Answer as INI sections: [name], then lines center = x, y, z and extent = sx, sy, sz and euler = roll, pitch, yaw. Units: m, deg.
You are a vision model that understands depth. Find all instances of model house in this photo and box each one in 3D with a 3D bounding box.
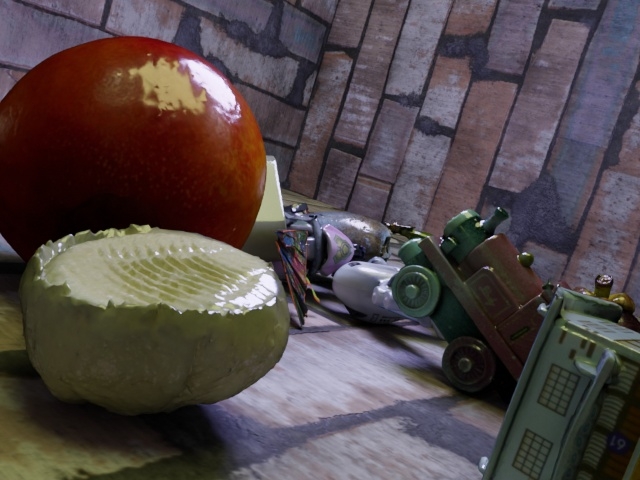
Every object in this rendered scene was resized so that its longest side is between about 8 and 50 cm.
[model house]
center = 0.283, 0.182, 0.627
extent = 0.215, 0.224, 0.198
euler = 25, 11, 42

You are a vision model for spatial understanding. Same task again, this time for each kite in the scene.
[kite]
center = -0.036, 0.040, 1.137
extent = 0.014, 0.183, 0.241
euler = -18, 36, 15

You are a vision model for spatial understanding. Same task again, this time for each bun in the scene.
[bun]
center = -0.164, 0.083, 0.641
extent = 0.259, 0.152, 0.259
euler = 8, 17, -2

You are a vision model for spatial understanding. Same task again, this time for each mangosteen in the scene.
[mangosteen]
center = 0.584, 0.176, 1.375
extent = 0.192, 0.217, 0.192
euler = 10, 9, -2

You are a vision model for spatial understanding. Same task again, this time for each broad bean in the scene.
[broad bean]
center = 0.203, 0.051, 1.333
extent = 0.144, 0.049, 0.292
euler = 15, -27, 18

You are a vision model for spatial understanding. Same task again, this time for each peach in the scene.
[peach]
center = -0.258, -0.081, 0.904
extent = 0.388, 0.388, 0.388
euler = 17, 7, -2

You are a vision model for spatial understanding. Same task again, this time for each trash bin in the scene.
[trash bin]
center = -0.197, -0.059, 1.197
extent = 0.247, 0.121, 0.243
euler = -1, 54, -13

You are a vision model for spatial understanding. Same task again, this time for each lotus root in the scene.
[lotus root]
center = 0.000, 0.000, 1.510
extent = 0.322, 0.140, 0.158
euler = 5, -13, 14

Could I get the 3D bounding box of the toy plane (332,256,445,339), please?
[toy plane]
center = 0.148, 0.107, 1.258
extent = 0.267, 0.122, 0.267
euler = 16, 5, -1

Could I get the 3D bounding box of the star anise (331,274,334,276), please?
[star anise]
center = 0.104, 0.085, 1.584
extent = 0.168, 0.057, 0.168
euler = 17, 6, -2

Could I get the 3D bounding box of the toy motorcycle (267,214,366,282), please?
[toy motorcycle]
center = -0.067, 0.017, 1.318
extent = 0.327, 0.143, 0.188
euler = 3, -5, -2

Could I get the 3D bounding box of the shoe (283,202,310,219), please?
[shoe]
center = -0.080, -0.078, 2.160
extent = 0.228, 0.112, 0.099
euler = 17, 6, 11

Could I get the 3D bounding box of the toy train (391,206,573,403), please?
[toy train]
center = 0.256, 0.091, 1.026
extent = 0.150, 0.221, 0.304
euler = -2, 53, -56
